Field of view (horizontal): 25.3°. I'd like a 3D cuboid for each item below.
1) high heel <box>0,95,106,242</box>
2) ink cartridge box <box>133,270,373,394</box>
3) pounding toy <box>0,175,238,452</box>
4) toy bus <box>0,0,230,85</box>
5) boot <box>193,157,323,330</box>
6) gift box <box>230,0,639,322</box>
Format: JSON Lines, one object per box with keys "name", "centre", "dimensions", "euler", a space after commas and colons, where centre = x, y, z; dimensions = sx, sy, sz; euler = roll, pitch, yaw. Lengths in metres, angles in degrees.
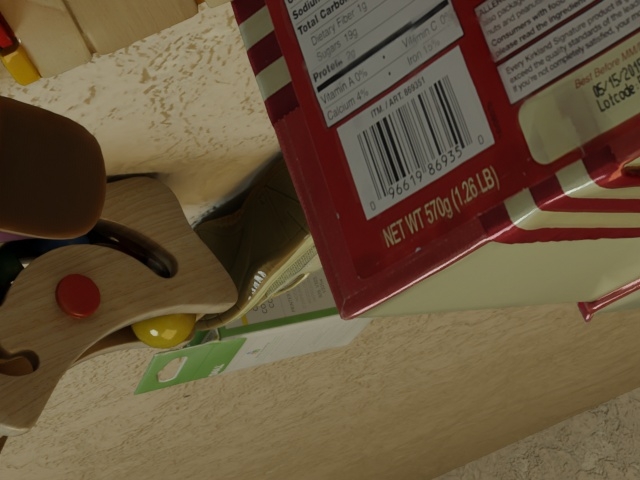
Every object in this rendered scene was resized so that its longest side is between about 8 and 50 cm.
{"name": "high heel", "centre": [-0.272, -0.052, 0.560], "dimensions": [0.181, 0.127, 0.377], "euler": [-2, 162, 35]}
{"name": "ink cartridge box", "centre": [-0.060, 0.067, 1.224], "dimensions": [0.209, 0.062, 0.109], "euler": [-12, 162, -23]}
{"name": "pounding toy", "centre": [-0.165, 0.035, 0.849], "dimensions": [0.269, 0.154, 0.155], "euler": [-7, 160, -37]}
{"name": "toy bus", "centre": [-0.084, -0.137, 0.385], "dimensions": [0.191, 0.104, 0.202], "euler": [4, 140, -40]}
{"name": "boot", "centre": [0.000, 0.000, 1.059], "dimensions": [0.165, 0.077, 0.213], "euler": [-7, 157, -41]}
{"name": "gift box", "centre": [0.129, -0.089, 0.589], "dimensions": [0.255, 0.276, 0.258], "euler": [-26, 164, 40]}
